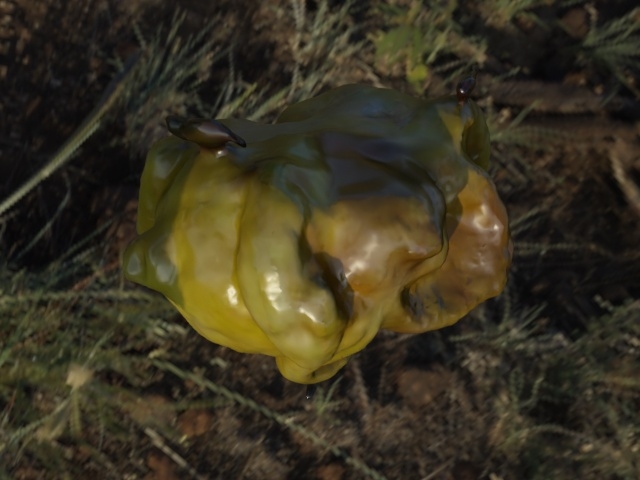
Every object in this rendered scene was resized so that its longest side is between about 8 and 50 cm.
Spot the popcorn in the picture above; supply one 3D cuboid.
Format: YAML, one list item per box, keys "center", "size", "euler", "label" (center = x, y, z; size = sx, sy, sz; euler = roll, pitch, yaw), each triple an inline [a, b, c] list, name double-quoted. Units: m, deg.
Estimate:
- center: [0.000, 0.000, 1.063]
  size: [0.315, 0.281, 0.297]
  euler: [3, 25, 2]
  label: "popcorn"
